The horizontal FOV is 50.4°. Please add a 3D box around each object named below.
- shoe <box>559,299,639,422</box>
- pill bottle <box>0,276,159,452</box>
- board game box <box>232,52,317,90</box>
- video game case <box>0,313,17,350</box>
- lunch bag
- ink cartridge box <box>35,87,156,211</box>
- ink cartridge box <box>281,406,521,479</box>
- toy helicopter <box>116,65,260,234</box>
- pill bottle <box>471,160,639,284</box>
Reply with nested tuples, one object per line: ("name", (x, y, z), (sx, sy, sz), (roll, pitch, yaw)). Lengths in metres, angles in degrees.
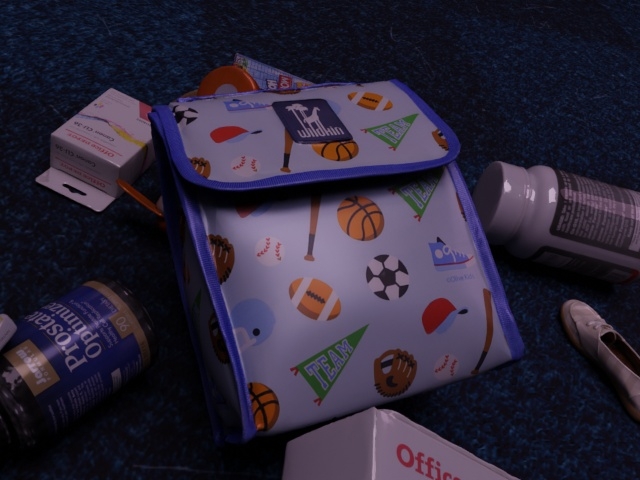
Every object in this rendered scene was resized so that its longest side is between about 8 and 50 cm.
("shoe", (0.447, 0.169, 1.027), (0.076, 0.058, 0.219), (-7, 50, -28))
("pill bottle", (-0.288, 0.139, 0.707), (0.123, 0.123, 0.219), (38, 46, 17))
("board game box", (-0.075, -0.246, 1.236), (0.194, 0.060, 0.194), (11, 43, -10))
("video game case", (-0.415, 0.155, 0.613), (0.227, 0.026, 0.206), (-10, 35, 26))
("lunch bag", (0.000, 0.000, 0.769), (0.327, 0.239, 0.385), (-10, 75, -21))
("ink cartridge box", (-0.321, -0.139, 1.019), (0.115, 0.067, 0.198), (25, 43, 2))
("ink cartridge box", (0.071, 0.325, 0.537), (0.226, 0.131, 0.306), (35, 41, -28))
("toy helicopter", (-0.120, -0.039, 0.925), (0.235, 0.140, 0.355), (-29, 81, 6))
("pill bottle", (0.406, -0.034, 1.143), (0.283, 0.161, 0.161), (15, 43, -8))
